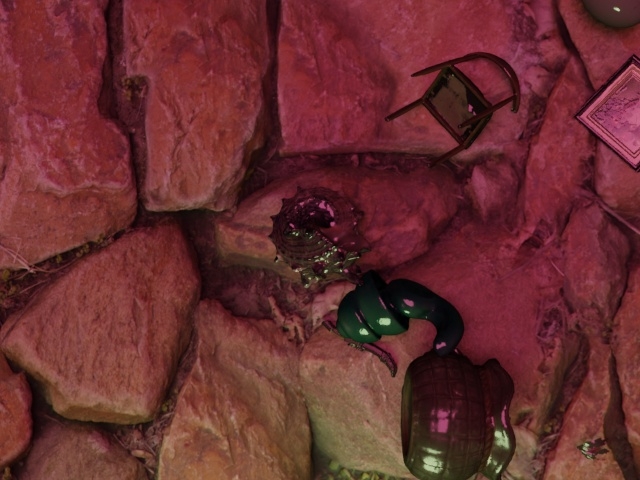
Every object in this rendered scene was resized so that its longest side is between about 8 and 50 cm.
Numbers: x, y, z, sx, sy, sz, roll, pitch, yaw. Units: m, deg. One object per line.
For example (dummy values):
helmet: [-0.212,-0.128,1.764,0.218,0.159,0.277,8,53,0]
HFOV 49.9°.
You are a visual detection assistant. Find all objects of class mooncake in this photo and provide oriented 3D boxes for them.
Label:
mooncake: [0.597,0.608,1.519,0.150,0.057,0.347,-14,90,0]

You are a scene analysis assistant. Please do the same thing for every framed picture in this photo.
framed picture: [0.712,-0.286,1.552,0.195,0.010,0.199,-46,78,8]

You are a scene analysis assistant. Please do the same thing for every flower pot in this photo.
flower pot: [0.289,0.381,1.502,0.213,0.302,0.302,4,88,1]

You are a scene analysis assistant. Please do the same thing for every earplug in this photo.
earplug: [0.172,0.179,1.575,0.280,0.164,0.257,-26,69,17]

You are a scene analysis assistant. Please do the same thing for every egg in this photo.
egg: [0.648,-0.560,1.513,0.146,0.146,0.199,-28,74,11]

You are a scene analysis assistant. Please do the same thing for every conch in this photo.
conch: [0.007,-0.011,1.624,0.240,0.313,0.186,-22,125,-14]

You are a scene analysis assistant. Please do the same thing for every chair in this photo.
chair: [0.315,-0.313,1.588,0.272,0.166,0.188,-31,76,-32]

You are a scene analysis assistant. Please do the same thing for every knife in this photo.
knife: [0.099,0.253,1.676,0.222,0.021,0.045,34,98,13]
